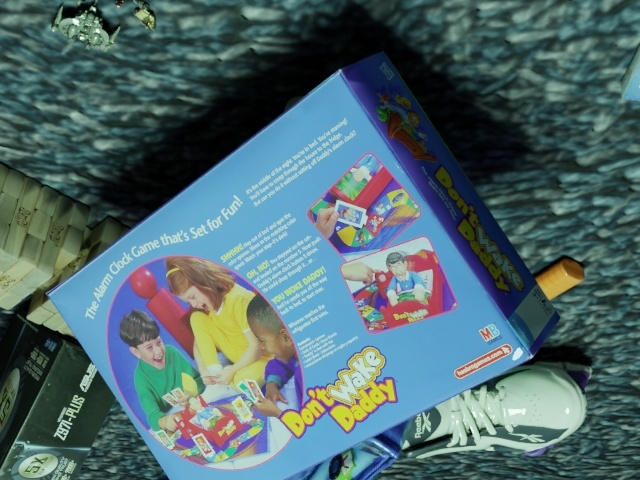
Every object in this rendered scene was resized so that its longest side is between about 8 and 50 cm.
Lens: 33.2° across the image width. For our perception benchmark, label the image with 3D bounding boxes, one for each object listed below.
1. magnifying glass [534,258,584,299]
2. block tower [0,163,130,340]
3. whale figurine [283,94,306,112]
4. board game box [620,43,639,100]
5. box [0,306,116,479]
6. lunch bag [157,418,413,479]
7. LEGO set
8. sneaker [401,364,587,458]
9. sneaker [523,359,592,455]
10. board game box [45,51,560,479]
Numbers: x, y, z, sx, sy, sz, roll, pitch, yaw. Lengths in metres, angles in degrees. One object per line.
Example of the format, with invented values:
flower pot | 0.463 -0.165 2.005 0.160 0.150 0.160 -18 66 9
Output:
magnifying glass | 0.177 0.079 1.089 0.092 0.026 0.231 23 140 -23
block tower | -0.247 0.021 1.009 0.335 0.097 0.091 31 138 -28
whale figurine | 0.000 0.000 0.930 0.216 0.141 0.272 27 125 18
board game box | 0.277 -0.133 0.780 0.090 0.020 0.090 7 145 -2
box | -0.290 0.163 1.104 0.077 0.147 0.180 29 174 -30
lunch bag | 0.007 0.158 1.045 0.138 0.221 0.293 45 130 -10
LEGO set | -0.165 -0.160 0.800 0.083 0.023 0.054 -16 139 28
sneaker | 0.145 0.182 1.115 0.235 0.094 0.153 -2 -178 40
sneaker | 0.259 0.188 1.190 0.068 0.071 0.170 5 144 0
board game box | -0.028 0.050 0.831 0.347 0.078 0.233 -33 91 33
